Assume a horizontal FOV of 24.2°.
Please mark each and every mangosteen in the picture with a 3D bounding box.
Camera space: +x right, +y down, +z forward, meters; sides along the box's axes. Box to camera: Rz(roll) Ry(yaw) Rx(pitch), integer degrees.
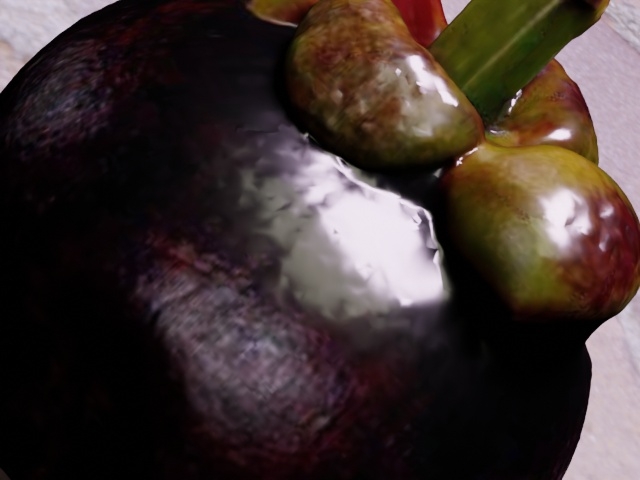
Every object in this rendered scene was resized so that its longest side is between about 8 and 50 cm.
[{"bbox_3d":[0.000,0.000,0.592,0.275,0.302,0.275,35,21,-16],"label":"mangosteen"}]
